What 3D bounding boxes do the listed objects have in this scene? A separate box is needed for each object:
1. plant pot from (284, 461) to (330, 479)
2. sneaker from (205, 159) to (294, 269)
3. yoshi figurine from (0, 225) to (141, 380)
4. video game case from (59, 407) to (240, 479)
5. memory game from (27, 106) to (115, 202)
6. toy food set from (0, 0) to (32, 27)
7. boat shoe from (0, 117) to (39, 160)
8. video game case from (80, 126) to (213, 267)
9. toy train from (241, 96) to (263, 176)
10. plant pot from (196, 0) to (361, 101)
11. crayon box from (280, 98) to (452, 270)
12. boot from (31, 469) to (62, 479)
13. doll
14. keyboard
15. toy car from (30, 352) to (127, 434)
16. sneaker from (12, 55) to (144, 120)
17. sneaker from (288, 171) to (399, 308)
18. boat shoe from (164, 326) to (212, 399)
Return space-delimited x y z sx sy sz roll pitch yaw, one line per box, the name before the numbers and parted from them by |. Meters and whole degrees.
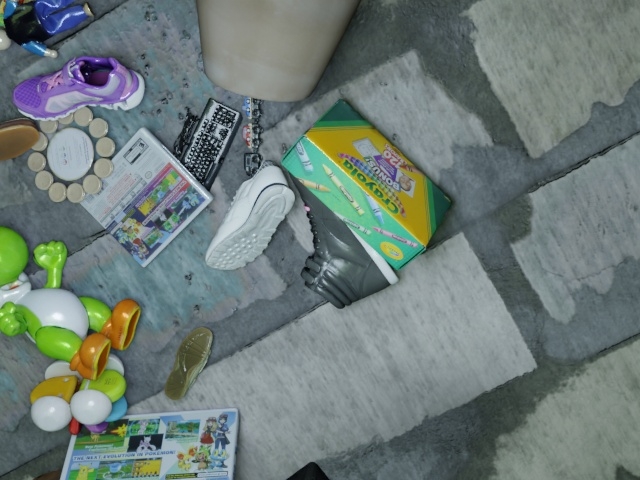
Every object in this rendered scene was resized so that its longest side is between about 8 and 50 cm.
plant pot | -0.033 0.573 1.517 0.188 0.167 0.187 -38 95 8
sneaker | -0.137 -0.040 1.471 0.235 0.090 0.094 -47 50 24
yoshi figurine | -0.523 0.093 1.468 0.362 0.203 0.202 25 82 8
video game case | -0.322 0.450 1.470 0.329 0.299 0.036 -5 133 5
memory game | -0.463 -0.161 1.483 0.186 0.012 0.186 0 89 16
toy food set | -0.550 -0.414 1.465 0.083 0.020 0.082 21 100 0
boat shoe | -0.622 -0.180 1.485 0.207 0.073 0.073 -24 55 3
video game case | -0.328 -0.078 1.488 0.201 0.023 0.183 -42 94 19
toy train | -0.126 -0.196 1.468 0.036 0.027 0.158 4 100 15
plant pot | -0.074 -0.390 1.313 0.323 0.323 0.280 14 116 2
crayon box | 0.084 -0.100 1.389 0.278 0.165 0.081 43 130 -4
boot | -0.420 0.551 1.578 0.284 0.109 0.220 -13 106 -5
doll | -0.506 -0.390 1.438 0.189 0.046 0.129 -24 114 0
keyboard | -0.226 -0.166 1.474 0.100 0.038 0.192 26 99 0
toy car | -0.449 0.308 1.518 0.182 0.159 0.136 -11 120 5
sneaker | -0.441 -0.281 1.426 0.237 0.104 0.095 -7 75 4
sneaker | 0.000 0.000 1.449 0.147 0.104 0.295 -37 99 4
boat shoe | -0.250 0.236 1.544 0.056 0.048 0.152 24 94 12
